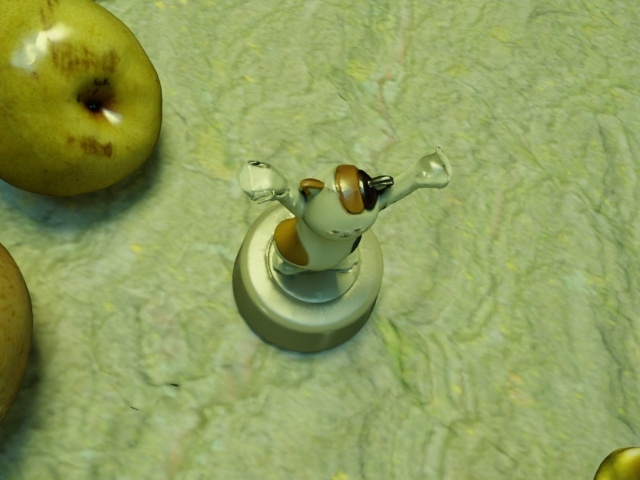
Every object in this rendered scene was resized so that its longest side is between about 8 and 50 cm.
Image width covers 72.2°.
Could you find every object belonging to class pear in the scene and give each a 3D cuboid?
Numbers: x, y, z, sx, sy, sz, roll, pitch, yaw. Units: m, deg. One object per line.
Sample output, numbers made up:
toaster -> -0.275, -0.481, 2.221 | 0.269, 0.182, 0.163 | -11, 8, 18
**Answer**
pear -> -0.283, -0.154, 0.470 | 0.209, 0.209, 0.209 | 3, 68, -7

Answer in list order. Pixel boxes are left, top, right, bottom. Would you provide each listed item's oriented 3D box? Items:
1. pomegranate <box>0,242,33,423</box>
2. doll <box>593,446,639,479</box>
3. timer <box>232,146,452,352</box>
pomegranate -> -0.382, 0.090, 0.309 | 0.319, 0.319, 0.319 | 3, 68, -7
doll -> 0.278, 0.350, 0.345 | 0.340, 0.209, 0.318 | 23, 74, -2
timer -> 0.000, 0.000, 0.411 | 0.175, 0.266, 0.175 | 3, 69, -7
